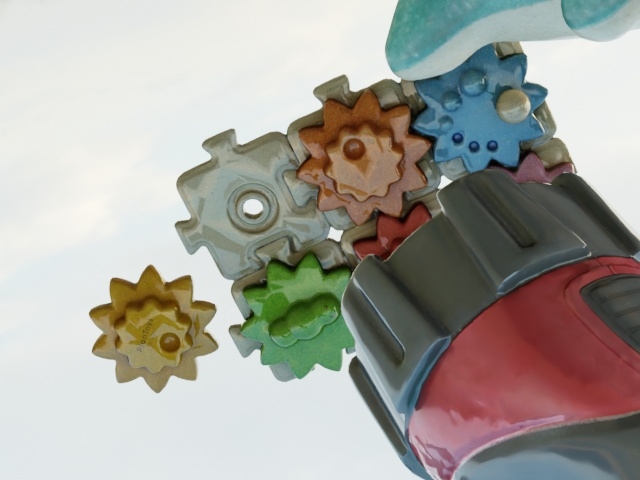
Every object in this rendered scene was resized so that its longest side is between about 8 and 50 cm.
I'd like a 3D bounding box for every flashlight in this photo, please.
[{"bbox_3d":[0.113,0.107,0.398,0.103,0.103,0.304,-39,-129,6],"label":"flashlight"}]

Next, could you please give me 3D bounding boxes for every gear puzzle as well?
[{"bbox_3d":[0.000,0.000,0.973,0.339,0.175,0.044,-24,-165,8],"label":"gear puzzle"}]

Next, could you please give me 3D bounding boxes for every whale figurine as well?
[{"bbox_3d":[0.142,-0.191,0.847,0.272,0.141,0.216,-22,-149,27],"label":"whale figurine"}]
